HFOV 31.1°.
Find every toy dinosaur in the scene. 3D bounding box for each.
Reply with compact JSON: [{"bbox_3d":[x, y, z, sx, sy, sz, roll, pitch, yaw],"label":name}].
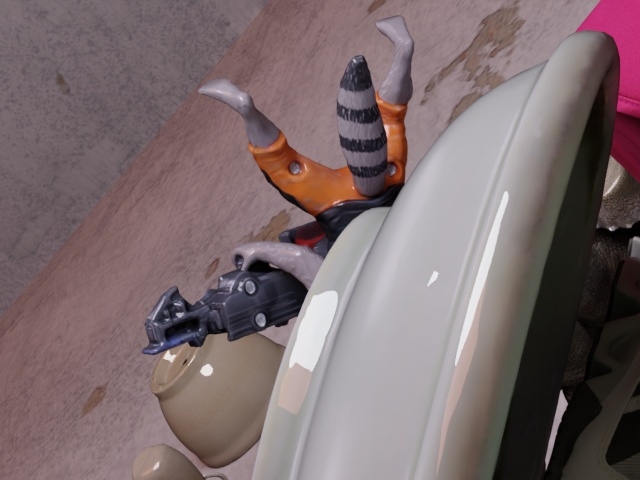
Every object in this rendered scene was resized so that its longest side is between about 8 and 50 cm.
[{"bbox_3d":[0.174,0.050,0.799,0.313,0.160,0.121,-54,10,4],"label":"toy dinosaur"}]

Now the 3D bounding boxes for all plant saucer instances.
[{"bbox_3d":[0.048,0.097,0.529,0.400,0.101,0.400,13,-90,-74],"label":"plant saucer"}]

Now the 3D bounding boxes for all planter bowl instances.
[{"bbox_3d":[-0.124,0.160,1.303,0.162,0.109,0.162,-43,23,23],"label":"planter bowl"}]

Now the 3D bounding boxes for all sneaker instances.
[{"bbox_3d":[0.192,0.129,0.591,0.146,0.122,0.330,16,49,19],"label":"sneaker"}]

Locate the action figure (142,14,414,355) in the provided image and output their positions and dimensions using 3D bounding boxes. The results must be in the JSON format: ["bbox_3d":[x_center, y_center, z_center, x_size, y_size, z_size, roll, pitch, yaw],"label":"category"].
[{"bbox_3d":[0.000,0.000,1.045,0.341,0.330,0.178,-28,22,-30],"label":"action figure"}]

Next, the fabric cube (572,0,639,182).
[{"bbox_3d":[0.324,-0.091,0.608,0.258,0.259,0.254,-50,23,4],"label":"fabric cube"}]

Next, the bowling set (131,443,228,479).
[{"bbox_3d":[-0.115,0.338,1.010,0.200,0.154,0.287,5,56,43],"label":"bowling set"}]
